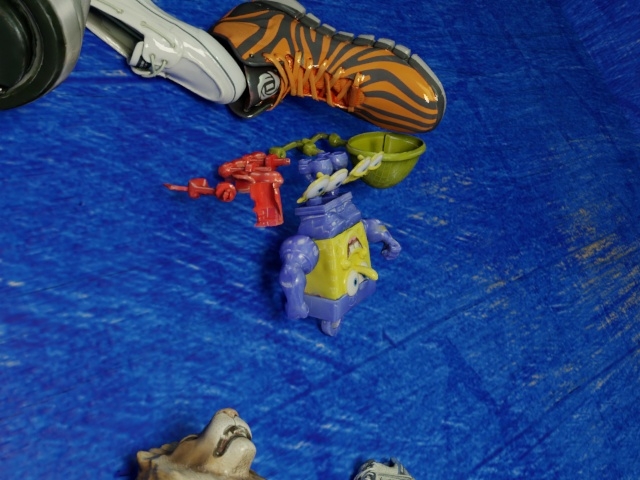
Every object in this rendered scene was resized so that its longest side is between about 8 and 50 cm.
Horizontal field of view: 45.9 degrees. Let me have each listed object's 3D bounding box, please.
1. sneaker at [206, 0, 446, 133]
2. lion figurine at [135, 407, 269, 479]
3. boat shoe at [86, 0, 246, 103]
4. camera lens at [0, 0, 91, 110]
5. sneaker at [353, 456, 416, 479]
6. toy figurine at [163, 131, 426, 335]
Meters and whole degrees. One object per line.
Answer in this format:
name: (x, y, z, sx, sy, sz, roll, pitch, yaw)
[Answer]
sneaker: (-0.011, -0.197, 0.962, 0.321, 0.124, 0.180, 28, 45, 18)
lion figurine: (0.019, 0.301, 0.668, 0.392, 0.240, 0.142, 47, 65, -36)
boat shoe: (-0.196, -0.221, 0.873, 0.226, 0.083, 0.075, 35, 54, -7)
camera lens: (-0.308, -0.269, 0.664, 0.219, 0.219, 0.274, 24, 49, -33)
sneaker: (0.052, 0.268, 0.808, 0.135, 0.052, 0.058, -2, 56, -55)
toy figurine: (0.000, 0.000, 0.905, 0.362, 0.191, 0.217, -31, 118, -58)
